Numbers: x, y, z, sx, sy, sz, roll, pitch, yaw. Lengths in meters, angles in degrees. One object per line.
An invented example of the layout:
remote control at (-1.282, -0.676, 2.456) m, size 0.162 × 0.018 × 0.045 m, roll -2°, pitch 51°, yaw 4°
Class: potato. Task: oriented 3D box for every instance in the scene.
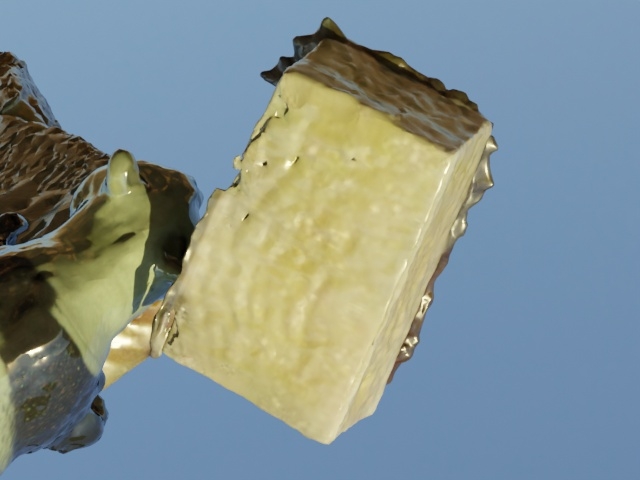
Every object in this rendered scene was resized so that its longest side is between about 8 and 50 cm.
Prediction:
potato at (0.001, -0.002, 0.642) m, size 0.086 × 0.122 × 0.061 m, roll 26°, pitch -156°, yaw 5°

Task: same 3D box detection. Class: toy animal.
toy animal at (-0.129, 0.045, 0.668) m, size 0.225 × 0.093 × 0.121 m, roll -28°, pitch 177°, yaw -19°

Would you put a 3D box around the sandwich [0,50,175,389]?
sandwich at (-0.222, 0.025, 1.057) m, size 0.271 × 0.099 × 0.301 m, roll -32°, pitch -151°, yaw -13°
